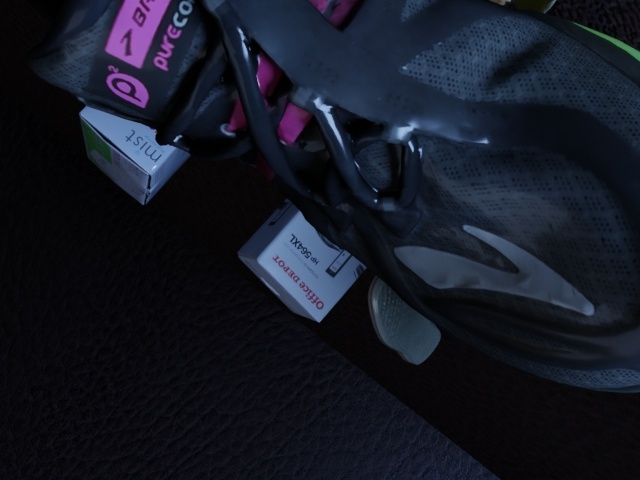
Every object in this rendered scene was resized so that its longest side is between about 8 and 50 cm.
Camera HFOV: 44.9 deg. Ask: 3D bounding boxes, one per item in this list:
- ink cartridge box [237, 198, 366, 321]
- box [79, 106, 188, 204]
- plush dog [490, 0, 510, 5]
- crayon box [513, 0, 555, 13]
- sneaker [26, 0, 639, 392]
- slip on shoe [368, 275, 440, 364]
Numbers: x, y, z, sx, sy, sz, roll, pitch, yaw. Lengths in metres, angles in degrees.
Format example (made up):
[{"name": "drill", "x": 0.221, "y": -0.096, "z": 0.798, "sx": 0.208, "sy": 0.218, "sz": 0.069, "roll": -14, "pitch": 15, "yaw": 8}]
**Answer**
[{"name": "ink cartridge box", "x": 0.000, "y": 0.000, "z": 1.171, "sx": 0.148, "sy": 0.203, "sz": 0.086, "roll": 47, "pitch": 165, "yaw": -24}, {"name": "box", "x": -0.219, "y": -0.187, "z": 1.119, "sx": 0.127, "sy": 0.231, "sz": 0.262, "roll": 42, "pitch": 167, "yaw": -7}, {"name": "plush dog", "x": 0.156, "y": -0.063, "z": 0.598, "sx": 0.225, "sy": 0.210, "sz": 0.262, "roll": 37, "pitch": -179, "yaw": 4}, {"name": "crayon box", "x": 0.111, "y": -0.245, "z": 0.285, "sx": 0.202, "sy": 0.081, "sz": 0.318, "roll": 58, "pitch": 167, "yaw": 5}, {"name": "sneaker", "x": -0.021, "y": -0.079, "z": 0.384, "sx": 0.483, "sy": 0.202, "sz": 0.185, "roll": 36, "pitch": 122, "yaw": 18}, {"name": "slip on shoe", "x": 0.138, "y": 0.133, "z": 1.415, "sx": 0.101, "sy": 0.123, "sz": 0.331, "roll": 37, "pitch": 171, "yaw": 30}]
